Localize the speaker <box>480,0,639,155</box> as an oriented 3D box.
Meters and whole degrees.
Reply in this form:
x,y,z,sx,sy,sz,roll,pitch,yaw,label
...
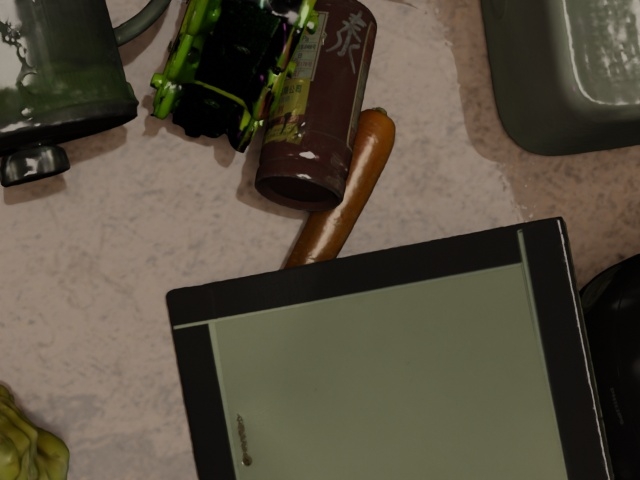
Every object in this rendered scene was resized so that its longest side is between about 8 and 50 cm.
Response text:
x,y,z,sx,sy,sz,roll,pitch,yaw,label
0.228,-0.282,1.609,0.183,0.184,0.406,-8,88,-8,speaker

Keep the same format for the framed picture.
x,y,z,sx,sy,sz,roll,pitch,yaw,label
0.053,0.138,1.564,0.347,0.016,0.265,-12,88,20,framed picture

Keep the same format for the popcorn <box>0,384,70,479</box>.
x,y,z,sx,sy,sz,roll,pitch,yaw,label
-0.326,0.218,1.469,0.225,0.286,0.173,-1,126,23,popcorn

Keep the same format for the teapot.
x,y,z,sx,sy,sz,roll,pitch,yaw,label
-0.237,-0.217,1.542,0.270,0.200,0.337,-14,91,-23,teapot

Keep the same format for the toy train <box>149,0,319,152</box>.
x,y,z,sx,sy,sz,roll,pitch,yaw,label
-0.058,-0.177,1.517,0.101,0.296,0.160,19,69,-8,toy train

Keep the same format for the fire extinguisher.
x,y,z,sx,sy,sz,roll,pitch,yaw,label
0.019,-0.146,1.626,0.106,0.075,0.252,23,66,-26,fire extinguisher

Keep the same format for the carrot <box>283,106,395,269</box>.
x,y,z,sx,sy,sz,roll,pitch,yaw,label
0.000,0.000,1.634,0.043,0.043,0.247,26,86,-6,carrot

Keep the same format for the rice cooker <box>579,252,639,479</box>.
x,y,z,sx,sy,sz,roll,pitch,yaw,label
0.324,0.112,1.570,0.267,0.224,0.267,3,76,-12,rice cooker
